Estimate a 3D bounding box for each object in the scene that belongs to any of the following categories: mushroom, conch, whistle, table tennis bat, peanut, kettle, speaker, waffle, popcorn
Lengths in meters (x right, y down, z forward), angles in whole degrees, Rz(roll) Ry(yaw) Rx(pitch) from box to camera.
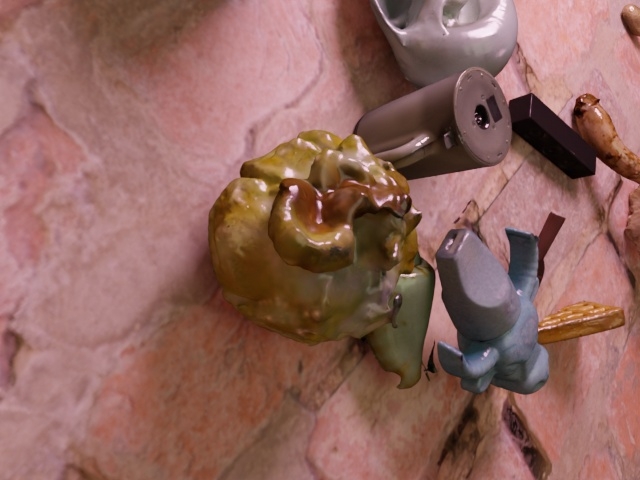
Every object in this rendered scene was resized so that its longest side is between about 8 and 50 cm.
[{"bbox_3d":[0.544,-0.082,0.995,0.208,0.301,0.233,79,27,-64],"label":"mushroom"},{"bbox_3d":[0.131,-0.274,0.687,0.184,0.121,0.221,-15,87,-36],"label":"conch"},{"bbox_3d":[0.196,0.092,0.689,0.186,0.093,0.274,-54,131,-24],"label":"whistle"},{"bbox_3d":[0.239,0.020,0.811,0.107,0.119,0.170,9,110,-50],"label":"table tennis bat"},{"bbox_3d":[0.076,0.080,0.634,0.105,0.079,0.170,-8,93,-26],"label":"conch"},{"bbox_3d":[0.611,-0.422,1.151,0.083,0.037,0.037,34,65,-30],"label":"peanut"},{"bbox_3d":[0.109,-0.104,0.633,0.098,0.148,0.127,37,62,-32],"label":"kettle"},{"bbox_3d":[0.355,-0.156,0.908,0.191,0.040,0.046,26,67,-34],"label":"speaker"},{"bbox_3d":[0.328,0.122,0.874,0.190,0.125,0.032,-10,94,-6],"label":"waffle"},{"bbox_3d":[0.000,0.000,0.507,0.197,0.212,0.198,1,77,-6],"label":"popcorn"}]
